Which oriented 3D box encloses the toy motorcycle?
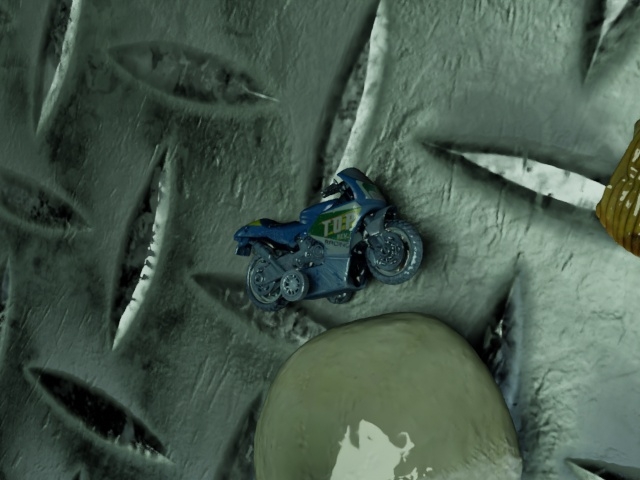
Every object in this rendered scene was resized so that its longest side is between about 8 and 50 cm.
[{"bbox_3d":[0.000,0.000,0.791,0.254,0.092,0.136,-16,74,37],"label":"toy motorcycle"}]

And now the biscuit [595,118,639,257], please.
[{"bbox_3d":[0.311,-0.069,0.566,0.176,0.031,0.229,-106,30,-46],"label":"biscuit"}]

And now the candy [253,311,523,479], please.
[{"bbox_3d":[0.054,0.215,0.710,0.295,0.185,0.296,-2,87,33],"label":"candy"}]
